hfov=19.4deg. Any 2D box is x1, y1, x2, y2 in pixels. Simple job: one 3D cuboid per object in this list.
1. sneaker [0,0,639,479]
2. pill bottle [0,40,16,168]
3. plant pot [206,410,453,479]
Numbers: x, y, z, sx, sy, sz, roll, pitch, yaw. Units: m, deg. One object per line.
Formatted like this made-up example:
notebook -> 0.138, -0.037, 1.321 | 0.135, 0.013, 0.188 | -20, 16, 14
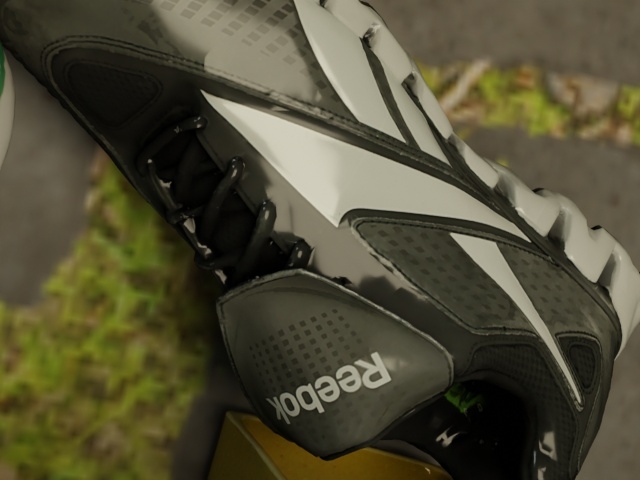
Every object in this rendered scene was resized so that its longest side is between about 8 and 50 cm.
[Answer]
sneaker -> 0.000, 0.000, 0.507 | 0.234, 0.078, 0.106 | 37, 47, -26
pill bottle -> -0.147, -0.084, 0.377 | 0.117, 0.117, 0.208 | -36, 140, -17
plant pot -> 0.004, 0.110, 0.543 | 0.081, 0.081, 0.083 | 18, 100, -26
